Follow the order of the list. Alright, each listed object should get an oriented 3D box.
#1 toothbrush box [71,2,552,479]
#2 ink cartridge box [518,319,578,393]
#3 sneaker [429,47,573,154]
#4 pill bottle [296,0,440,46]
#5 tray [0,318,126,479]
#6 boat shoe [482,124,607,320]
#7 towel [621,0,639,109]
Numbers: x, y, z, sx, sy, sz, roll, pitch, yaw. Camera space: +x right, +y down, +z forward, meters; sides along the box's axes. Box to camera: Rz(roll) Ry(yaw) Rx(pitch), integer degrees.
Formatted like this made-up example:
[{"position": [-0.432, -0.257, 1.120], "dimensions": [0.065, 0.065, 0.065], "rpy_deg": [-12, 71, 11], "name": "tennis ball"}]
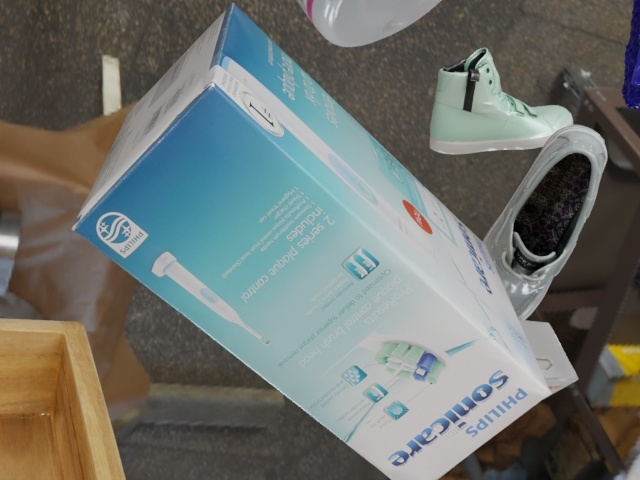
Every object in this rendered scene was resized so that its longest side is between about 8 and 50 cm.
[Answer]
[{"position": [0.000, 0.000, 0.636], "dimensions": [0.126, 0.216, 0.295], "rpy_deg": [-42, 110, 17], "name": "toothbrush box"}, {"position": [0.138, 0.132, 0.823], "dimensions": [0.109, 0.063, 0.150], "rpy_deg": [9, 140, -46], "name": "ink cartridge box"}, {"position": [0.292, -0.223, 1.410], "dimensions": [0.256, 0.094, 0.151], "rpy_deg": [-10, 115, -23], "name": "sneaker"}, {"position": [-0.005, -0.319, 0.767], "dimensions": [0.160, 0.283, 0.160], "rpy_deg": [-31, 165, -9], "name": "pill bottle"}, {"position": [-0.163, 0.161, 0.322], "dimensions": [0.203, 0.411, 0.076], "rpy_deg": [5, 114, -25], "name": "tray"}, {"position": [0.199, -0.001, 0.863], "dimensions": [0.079, 0.081, 0.227], "rpy_deg": [26, 116, 9], "name": "boat shoe"}, {"position": [0.284, -0.209, 0.481], "dimensions": [0.076, 0.228, 0.308], "rpy_deg": [-19, 116, -52], "name": "towel"}]
